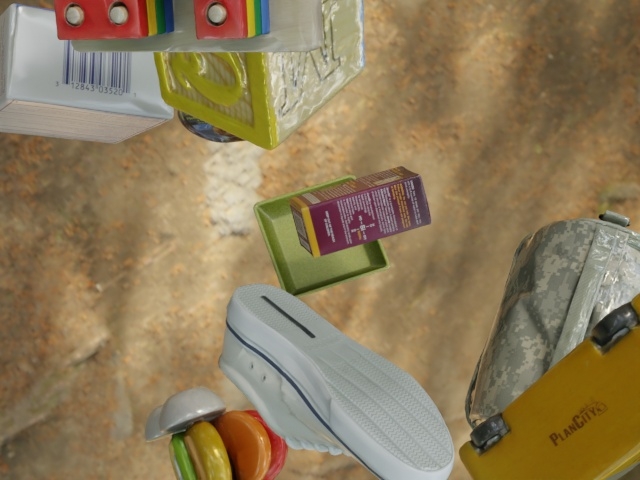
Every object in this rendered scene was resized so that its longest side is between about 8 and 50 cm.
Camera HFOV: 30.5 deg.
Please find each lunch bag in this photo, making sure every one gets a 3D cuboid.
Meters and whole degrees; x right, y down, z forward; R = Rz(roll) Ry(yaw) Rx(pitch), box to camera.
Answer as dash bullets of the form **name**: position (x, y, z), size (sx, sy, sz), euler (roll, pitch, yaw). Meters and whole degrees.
- **lunch bag**: position (0.308, 0.133, 1.455), size (0.256, 0.213, 0.305), euler (56, 54, -72)

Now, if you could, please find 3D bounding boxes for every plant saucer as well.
- **plant saucer**: position (0.000, 0.000, 2.013), size (0.188, 0.188, 0.045), euler (-17, 159, -9)

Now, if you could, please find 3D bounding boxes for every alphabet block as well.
- **alphabet block**: position (-0.076, -0.261, 1.443), size (0.197, 0.192, 0.193), euler (-45, 146, -34)

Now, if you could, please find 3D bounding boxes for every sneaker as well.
- **sneaker**: position (0.009, 0.135, 0.966), size (0.094, 0.258, 0.091), euler (-9, 125, -38)

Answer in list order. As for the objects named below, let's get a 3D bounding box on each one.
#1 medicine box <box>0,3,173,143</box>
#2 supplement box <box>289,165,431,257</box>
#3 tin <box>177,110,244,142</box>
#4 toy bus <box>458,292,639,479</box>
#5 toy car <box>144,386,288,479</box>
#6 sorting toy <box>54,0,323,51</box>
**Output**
- **medicine box**: position (-0.408, -0.257, 1.888), size (0.263, 0.289, 0.149), euler (4, 84, -29)
- **supplement box**: position (0.059, -0.045, 1.763), size (0.188, 0.104, 0.080), euler (-16, 104, -9)
- **tin**: position (-0.122, -0.191, 1.720), size (0.106, 0.190, 0.040), euler (47, 49, -49)
- **toy bus**: position (0.273, 0.138, 1.052), size (0.130, 0.108, 0.332), euler (-12, 150, -46)
- **toy car**: position (-0.107, 0.241, 1.309), size (0.136, 0.159, 0.182), euler (-16, 169, -25)
- **sorting toy**: position (-0.137, -0.294, 1.046), size (0.089, 0.257, 0.255), euler (-32, 123, -63)
